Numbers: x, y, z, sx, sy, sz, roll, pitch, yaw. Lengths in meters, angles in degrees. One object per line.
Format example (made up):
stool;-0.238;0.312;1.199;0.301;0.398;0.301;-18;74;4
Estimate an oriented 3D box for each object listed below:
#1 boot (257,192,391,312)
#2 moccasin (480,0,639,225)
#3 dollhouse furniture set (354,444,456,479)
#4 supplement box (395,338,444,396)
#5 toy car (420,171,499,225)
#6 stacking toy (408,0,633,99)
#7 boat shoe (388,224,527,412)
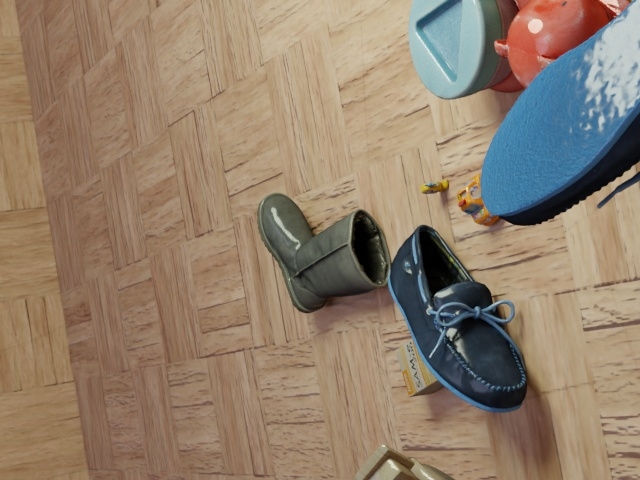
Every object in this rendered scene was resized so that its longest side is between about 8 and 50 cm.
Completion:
boot;0.001;-0.002;1.666;0.190;0.076;0.208;63;156;5
moccasin;0.271;-0.111;1.021;0.342;0.117;0.138;-41;44;41
dollhouse furniture set;0.043;0.358;1.366;0.303;0.355;0.174;-49;42;4
supplement box;0.132;0.140;1.496;0.098;0.036;0.062;-45;57;57
toy car;0.150;-0.041;1.413;0.122;0.040;0.060;-9;89;62
stacking toy;0.181;-0.261;1.208;0.309;0.130;0.279;14;109;60
boat shoe;0.142;0.079;1.391;0.258;0.109;0.089;51;136;41
